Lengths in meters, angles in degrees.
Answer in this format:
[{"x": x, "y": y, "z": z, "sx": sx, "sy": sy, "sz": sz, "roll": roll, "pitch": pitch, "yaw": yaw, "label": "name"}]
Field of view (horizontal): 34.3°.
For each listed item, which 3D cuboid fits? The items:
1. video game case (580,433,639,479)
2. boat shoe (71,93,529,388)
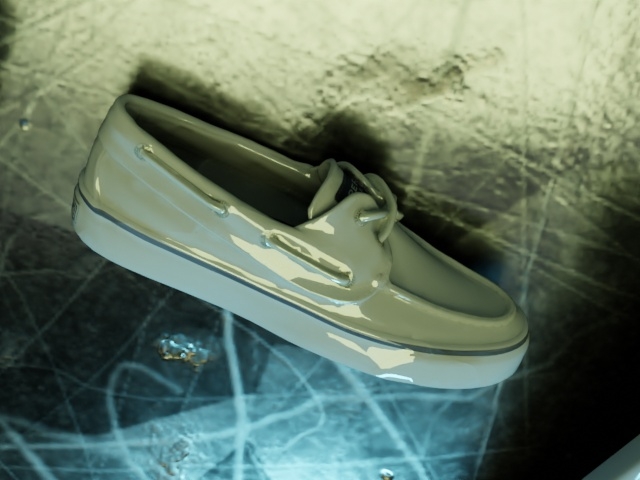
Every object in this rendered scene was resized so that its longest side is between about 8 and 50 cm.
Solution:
[{"x": 0.253, "y": 0.245, "z": 0.592, "sx": 0.300, "sy": 0.036, "sz": 0.329, "roll": 36, "pitch": 135, "yaw": 3, "label": "video game case"}, {"x": 0.000, "y": 0.000, "z": 0.543, "sx": 0.258, "sy": 0.095, "sz": 0.084, "roll": 19, "pitch": 121, "yaw": -9, "label": "boat shoe"}]
